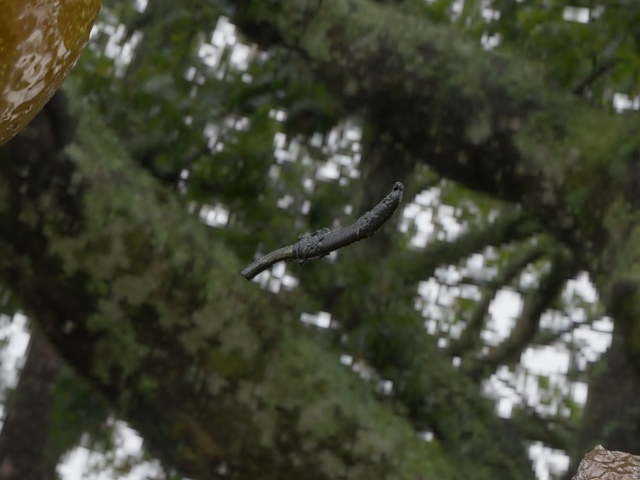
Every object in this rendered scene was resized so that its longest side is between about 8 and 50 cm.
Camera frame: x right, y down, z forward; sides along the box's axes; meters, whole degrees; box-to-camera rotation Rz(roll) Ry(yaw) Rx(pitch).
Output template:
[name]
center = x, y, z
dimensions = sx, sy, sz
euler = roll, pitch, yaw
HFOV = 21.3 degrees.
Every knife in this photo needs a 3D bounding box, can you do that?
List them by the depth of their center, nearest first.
[knife]
center = 0.000, 0.005, 1.675
dimensions = 0.222, 0.046, 0.021
euler = -28, -43, 37

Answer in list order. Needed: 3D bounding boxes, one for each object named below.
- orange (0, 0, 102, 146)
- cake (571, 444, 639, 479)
[orange]
center = -0.226, -0.138, 0.721
dimensions = 0.274, 0.274, 0.274
euler = 9, -36, 7
[cake]
center = 0.161, 0.173, 0.747
dimensions = 0.134, 0.147, 0.135
euler = 13, -80, 16
